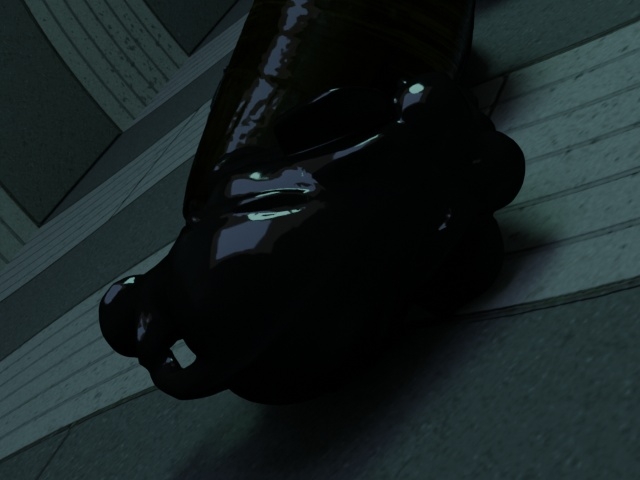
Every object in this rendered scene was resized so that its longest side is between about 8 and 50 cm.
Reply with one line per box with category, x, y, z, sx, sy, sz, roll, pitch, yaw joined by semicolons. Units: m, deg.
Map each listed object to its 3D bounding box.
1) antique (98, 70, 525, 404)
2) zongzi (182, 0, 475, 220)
antique;0.000;0.000;0.879;0.322;0.185;0.255;-47;10;-17
zongzi;0.035;-0.128;1.229;0.403;0.207;0.432;-67;-17;-4
